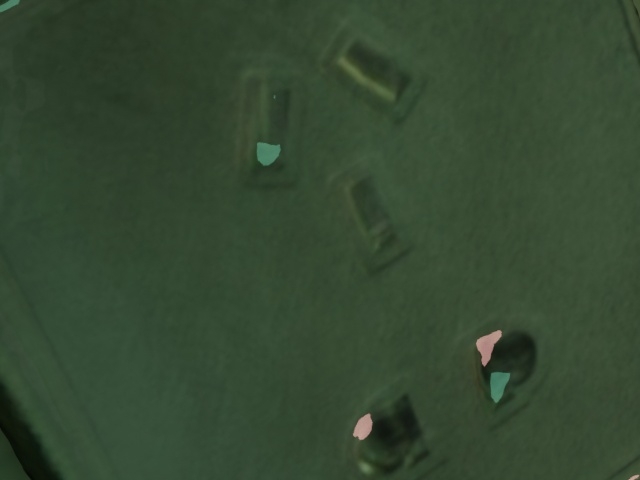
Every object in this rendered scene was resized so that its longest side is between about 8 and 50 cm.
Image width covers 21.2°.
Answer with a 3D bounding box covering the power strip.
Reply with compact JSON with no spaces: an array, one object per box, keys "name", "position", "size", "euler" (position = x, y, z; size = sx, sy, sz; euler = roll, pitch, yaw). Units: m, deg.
[{"name":"power strip","position":[0.000,0.000,0.445],"size":[0.198,0.064,0.213],"euler":[-31,111,-18]}]
